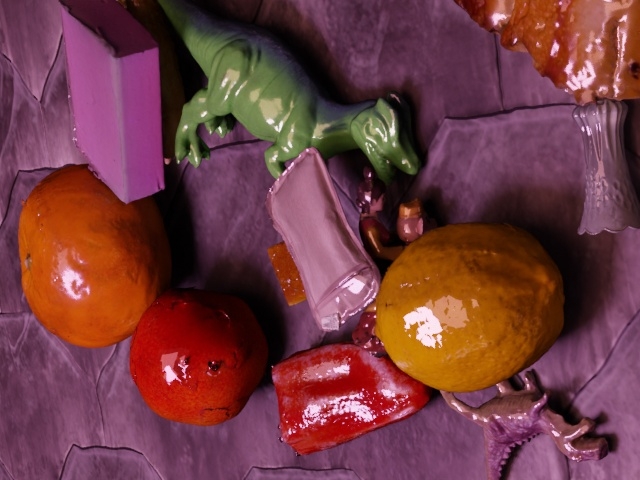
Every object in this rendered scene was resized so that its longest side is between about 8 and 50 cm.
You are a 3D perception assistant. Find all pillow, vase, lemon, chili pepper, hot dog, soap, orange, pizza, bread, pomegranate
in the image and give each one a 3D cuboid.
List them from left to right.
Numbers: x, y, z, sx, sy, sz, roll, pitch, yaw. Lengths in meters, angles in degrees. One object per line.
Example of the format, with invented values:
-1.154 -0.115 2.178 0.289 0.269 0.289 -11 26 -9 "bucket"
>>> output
-0.346 0.023 2.157 0.284 0.226 0.284 171 90 -73 "orange"
-0.297 -0.209 2.019 0.181 0.081 0.259 44 144 39 "soap"
-0.309 -0.251 2.154 0.287 0.075 0.280 1 111 52 "pizza"
-0.177 0.175 2.077 0.210 0.210 0.235 54 173 20 "pomegranate"
-0.024 0.038 1.992 0.094 0.035 0.090 -26 83 45 "bread"
0.000 0.000 1.807 0.130 0.038 0.233 -44 60 38 "pillow"
0.048 0.200 1.930 0.252 0.136 0.144 -20 42 36 "chili pepper"
0.177 0.079 1.681 0.260 0.204 0.204 -21 86 36 "lemon"
0.287 -0.372 1.425 0.367 0.196 0.365 -130 35 -48 "hot dog"
0.322 -0.084 1.581 0.081 0.081 0.149 -3 96 46 "vase"

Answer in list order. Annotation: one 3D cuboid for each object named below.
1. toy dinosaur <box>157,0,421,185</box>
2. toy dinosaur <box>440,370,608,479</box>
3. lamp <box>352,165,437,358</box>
-0.087 -0.280 1.896 0.374 0.144 0.500 -16 95 42 "toy dinosaur"
0.233 0.248 1.770 0.251 0.072 0.200 -39 83 34 "toy dinosaur"
0.097 0.025 1.818 0.118 0.118 0.253 15 108 42 "lamp"
